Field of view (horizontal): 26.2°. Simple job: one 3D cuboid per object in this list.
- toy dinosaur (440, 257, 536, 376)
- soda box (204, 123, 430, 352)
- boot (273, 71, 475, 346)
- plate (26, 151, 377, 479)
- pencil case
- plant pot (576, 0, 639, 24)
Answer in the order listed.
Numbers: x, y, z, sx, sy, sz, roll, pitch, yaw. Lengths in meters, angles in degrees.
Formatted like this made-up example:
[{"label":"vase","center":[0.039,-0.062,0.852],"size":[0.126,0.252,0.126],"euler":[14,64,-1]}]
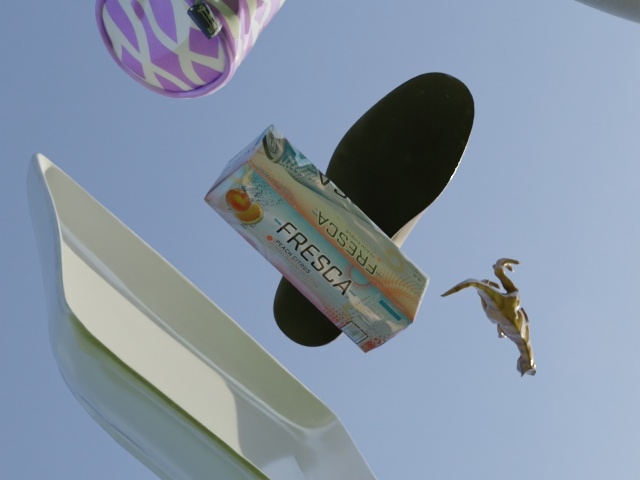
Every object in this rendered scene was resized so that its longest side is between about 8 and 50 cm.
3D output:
[{"label":"toy dinosaur","center":[0.200,0.070,1.530],"size":[0.211,0.064,0.112],"euler":[48,-157,-38]},{"label":"soda box","center":[0.000,0.000,1.071],"size":[0.183,0.058,0.063],"euler":[44,-144,-13]},{"label":"boot","center":[0.054,-0.031,1.390],"size":[0.112,0.115,0.305],"euler":[32,-90,11]},{"label":"plate","center":[-0.059,0.087,0.747],"size":[0.045,0.278,0.277],"euler":[-45,-67,4]},{"label":"pencil case","center":[-0.049,-0.166,0.748],"size":[0.088,0.086,0.206],"euler":[45,-132,-19]},{"label":"plant pot","center":[0.404,-0.336,1.541],"size":[0.256,0.274,0.256],"euler":[-9,-78,-50]}]
